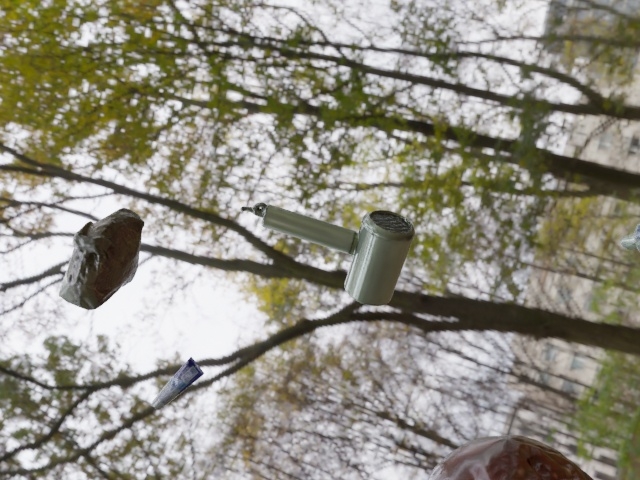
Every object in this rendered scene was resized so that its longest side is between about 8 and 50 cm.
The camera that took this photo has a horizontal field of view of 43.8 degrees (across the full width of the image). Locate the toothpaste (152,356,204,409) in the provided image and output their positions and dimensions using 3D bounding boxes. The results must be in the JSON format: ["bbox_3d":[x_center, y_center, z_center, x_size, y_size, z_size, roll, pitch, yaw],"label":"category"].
[{"bbox_3d":[-0.157,0.159,0.871,0.083,0.024,0.015,-46,-11,29],"label":"toothpaste"}]

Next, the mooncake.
[{"bbox_3d":[-0.298,0.024,1.117,0.125,0.073,0.130,-67,-7,30],"label":"mooncake"}]

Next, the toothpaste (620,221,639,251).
[{"bbox_3d":[0.316,-0.012,0.623,0.057,0.197,0.034,-12,-93,-29],"label":"toothpaste"}]

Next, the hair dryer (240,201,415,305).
[{"bbox_3d":[0.000,0.000,0.570,0.038,0.124,0.063,-67,-6,-61],"label":"hair dryer"}]

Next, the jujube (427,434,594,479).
[{"bbox_3d":[0.255,0.398,0.905,0.377,0.277,0.276,-114,25,-61],"label":"jujube"}]
